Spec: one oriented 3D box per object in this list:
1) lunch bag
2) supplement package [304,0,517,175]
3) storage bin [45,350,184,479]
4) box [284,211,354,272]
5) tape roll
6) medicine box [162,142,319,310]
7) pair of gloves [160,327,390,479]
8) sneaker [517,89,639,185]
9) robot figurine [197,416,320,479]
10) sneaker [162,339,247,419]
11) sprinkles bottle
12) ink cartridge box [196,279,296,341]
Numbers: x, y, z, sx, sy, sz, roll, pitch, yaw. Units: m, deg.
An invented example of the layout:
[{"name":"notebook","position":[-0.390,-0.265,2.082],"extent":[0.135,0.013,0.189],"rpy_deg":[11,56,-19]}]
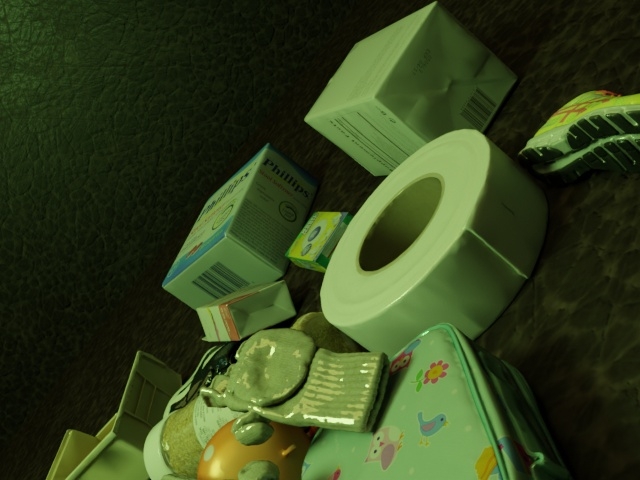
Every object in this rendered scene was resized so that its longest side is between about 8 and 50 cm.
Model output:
[{"name":"lunch bag","position":[0.090,0.206,0.558],"extent":[0.224,0.108,0.279],"rpy_deg":[-45,20,17]},{"name":"supplement package","position":[0.131,-0.224,1.135],"extent":[0.178,0.175,0.293],"rpy_deg":[-57,19,-8]},{"name":"storage bin","position":[-0.396,0.386,1.365],"extent":[0.262,0.123,0.260],"rpy_deg":[-47,20,18]},{"name":"box","position":[0.000,0.000,1.254],"extent":[0.105,0.043,0.179],"rpy_deg":[-56,17,-11]},{"name":"tape roll","position":[0.127,0.007,0.845],"extent":[0.286,0.100,0.286],"rpy_deg":[-45,19,20]},{"name":"medicine box","position":[-0.166,-0.015,1.509],"extent":[0.263,0.149,0.289],"rpy_deg":[-35,26,42]},{"name":"pair of gloves","position":[-0.061,0.183,0.629],"extent":[0.204,0.042,0.240],"rpy_deg":[3,56,46]},{"name":"sneaker","position":[0.290,-0.121,0.722],"extent":[0.094,0.081,0.208],"rpy_deg":[-54,18,-17]},{"name":"robot figurine","position":[-0.063,0.248,0.757],"extent":[0.219,0.158,0.128],"rpy_deg":[105,170,-72]},{"name":"sneaker","position":[-0.180,0.247,1.169],"extent":[0.121,0.079,0.217],"rpy_deg":[-35,24,46]},{"name":"sprinkles bottle","position":[-0.096,0.227,0.940],"extent":[0.355,0.121,0.121],"rpy_deg":[-39,22,34]},{"name":"ink cartridge box","position":[-0.140,0.125,1.241],"extent":[0.115,0.067,0.198],"rpy_deg":[-22,3,-29]}]
